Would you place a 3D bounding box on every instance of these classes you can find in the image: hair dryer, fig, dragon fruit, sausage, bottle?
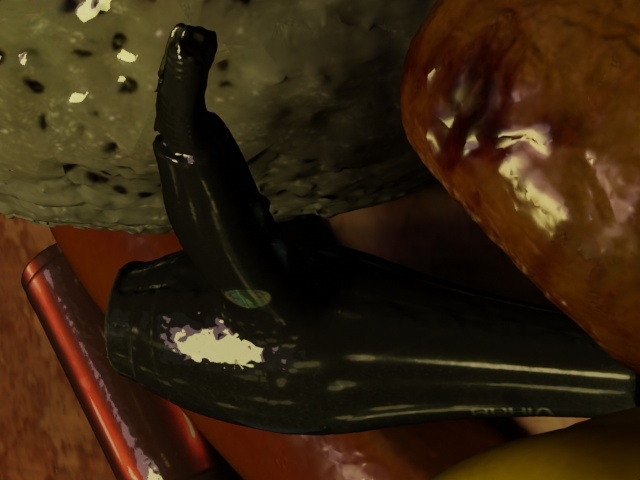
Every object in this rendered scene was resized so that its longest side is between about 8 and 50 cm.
[{"bbox_3d":[0.000,0.000,0.617,0.195,0.219,0.075,4,62,18],"label":"hair dryer"},{"bbox_3d":[0.120,-0.064,0.553,0.146,0.134,0.201,37,110,3],"label":"fig"},{"bbox_3d":[-0.062,-0.141,0.671,0.204,0.221,0.283,-18,83,59],"label":"dragon fruit"},{"bbox_3d":[-0.020,0.049,0.781,0.300,0.083,0.089,46,126,33],"label":"sausage"},{"bbox_3d":[-0.083,0.076,0.893,0.164,0.060,0.060,61,141,20],"label":"bottle"}]

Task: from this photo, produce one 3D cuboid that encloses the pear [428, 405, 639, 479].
[{"bbox_3d":[0.117,0.203,0.520,0.285,0.285,0.336,44,165,37],"label":"pear"}]
